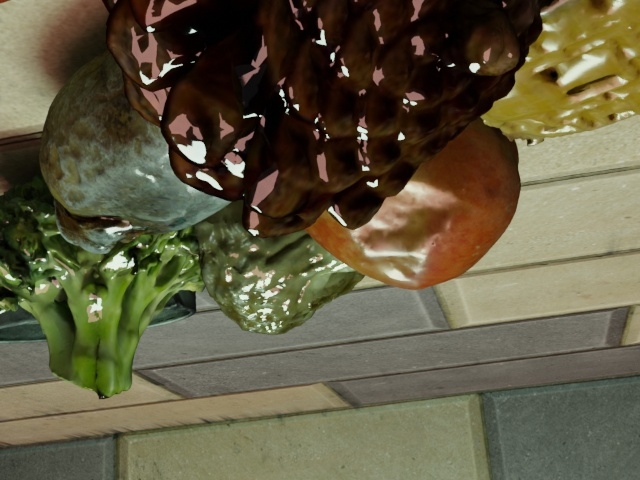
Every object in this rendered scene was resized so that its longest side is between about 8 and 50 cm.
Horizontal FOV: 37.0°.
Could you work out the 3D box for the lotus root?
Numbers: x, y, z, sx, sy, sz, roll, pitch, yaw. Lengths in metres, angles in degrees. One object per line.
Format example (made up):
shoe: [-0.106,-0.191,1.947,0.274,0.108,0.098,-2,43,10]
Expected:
lotus root: [-0.117,-0.107,0.818,0.350,0.174,0.175,-26,151,35]

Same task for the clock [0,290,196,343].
clock: [-0.332,0.091,1.334,0.319,0.066,0.319,-7,171,-1]

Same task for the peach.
peach: [0.062,-0.072,0.893,0.236,0.214,0.214,16,156,-9]

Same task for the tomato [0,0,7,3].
tomato: [-0.234,-0.194,0.557,0.228,0.112,0.199,3,158,24]

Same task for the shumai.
shumai: [-0.002,0.000,1.077,0.218,0.189,0.256,-15,162,31]

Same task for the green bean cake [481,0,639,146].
green bean cake: [0.196,-0.176,0.725,0.230,0.131,0.224,-18,154,31]

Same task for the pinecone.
pinecone: [0.003,-0.160,0.533,0.242,0.298,0.296,39,178,-23]

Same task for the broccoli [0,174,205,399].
broccoli: [-0.256,0.051,1.076,0.288,0.245,0.248,11,170,-16]
